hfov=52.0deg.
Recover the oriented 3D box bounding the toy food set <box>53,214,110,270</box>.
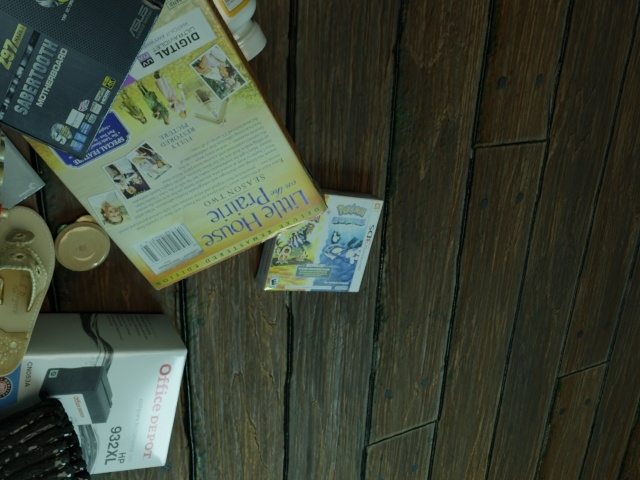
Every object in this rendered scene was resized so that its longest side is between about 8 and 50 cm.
[{"bbox_3d":[-0.359,0.007,0.983,0.082,0.020,0.083,-29,124,-16],"label":"toy food set"}]

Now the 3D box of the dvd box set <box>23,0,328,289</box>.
[{"bbox_3d":[-0.214,-0.143,0.906,0.307,0.062,0.420,-25,125,10],"label":"dvd box set"}]

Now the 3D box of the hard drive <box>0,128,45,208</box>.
[{"bbox_3d":[-0.451,-0.102,0.877,0.094,0.022,0.135,-37,126,-12],"label":"hard drive"}]

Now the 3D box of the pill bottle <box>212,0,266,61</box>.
[{"bbox_3d":[-0.159,-0.339,0.881,0.117,0.117,0.208,-39,125,-9],"label":"pill bottle"}]

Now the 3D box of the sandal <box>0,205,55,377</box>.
[{"bbox_3d":[-0.399,0.058,0.866,0.088,0.079,0.240,14,68,-28],"label":"sandal"}]

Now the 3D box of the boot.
[{"bbox_3d":[-0.437,0.400,0.889,0.260,0.131,0.348,-14,117,-21],"label":"boot"}]

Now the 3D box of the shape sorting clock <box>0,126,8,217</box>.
[{"bbox_3d":[-0.401,-0.036,0.793,0.040,0.206,0.206,5,109,-32],"label":"shape sorting clock"}]

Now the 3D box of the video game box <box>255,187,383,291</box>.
[{"bbox_3d":[0.000,0.000,1.175,0.205,0.048,0.187,3,108,-32],"label":"video game box"}]

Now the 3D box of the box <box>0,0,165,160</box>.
[{"bbox_3d":[-0.311,-0.229,0.754,0.183,0.059,0.233,27,118,-23],"label":"box"}]

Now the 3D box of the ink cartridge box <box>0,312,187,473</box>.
[{"bbox_3d":[-0.383,0.236,1.006,0.307,0.129,0.223,4,109,-31],"label":"ink cartridge box"}]
